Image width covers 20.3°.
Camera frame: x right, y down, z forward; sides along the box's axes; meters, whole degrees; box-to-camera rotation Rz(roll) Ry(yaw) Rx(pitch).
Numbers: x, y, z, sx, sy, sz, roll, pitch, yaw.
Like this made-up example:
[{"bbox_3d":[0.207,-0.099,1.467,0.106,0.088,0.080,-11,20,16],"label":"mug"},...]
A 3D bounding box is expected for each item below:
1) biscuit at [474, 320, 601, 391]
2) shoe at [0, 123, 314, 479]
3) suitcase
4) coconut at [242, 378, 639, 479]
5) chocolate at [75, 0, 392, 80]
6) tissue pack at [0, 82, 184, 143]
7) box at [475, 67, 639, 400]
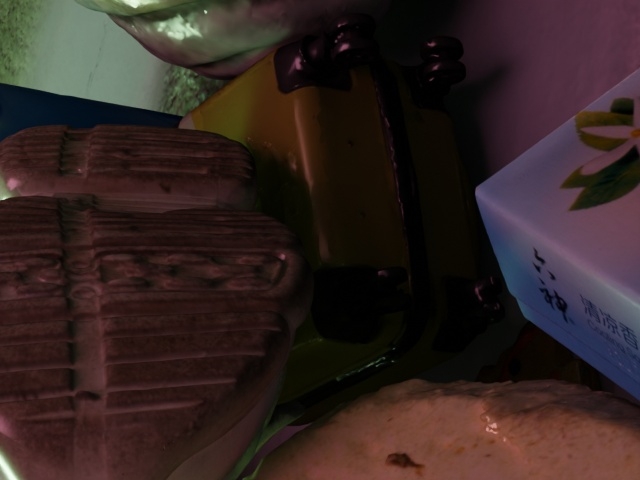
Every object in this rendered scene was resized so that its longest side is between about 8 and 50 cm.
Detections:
[{"bbox_3d":[0.124,0.107,0.975,0.130,0.019,0.119,36,113,50],"label":"biscuit"},{"bbox_3d":[-0.092,0.073,0.879,0.351,0.172,0.198,-90,3,-70],"label":"shoe"},{"bbox_3d":[0.000,0.000,1.059,0.235,0.143,0.194,-31,61,46],"label":"suitcase"},{"bbox_3d":[0.086,0.242,0.780,0.297,0.309,0.297,-17,41,15],"label":"coconut"},{"bbox_3d":[-0.036,-0.211,1.066,0.303,0.303,0.213,-36,77,45],"label":"chocolate"},{"bbox_3d":[-0.184,0.005,1.204,0.146,0.263,0.198,-52,46,35],"label":"tissue pack"},{"bbox_3d":[0.199,-0.030,0.734,0.232,0.083,0.142,-37,38,-12],"label":"box"}]
